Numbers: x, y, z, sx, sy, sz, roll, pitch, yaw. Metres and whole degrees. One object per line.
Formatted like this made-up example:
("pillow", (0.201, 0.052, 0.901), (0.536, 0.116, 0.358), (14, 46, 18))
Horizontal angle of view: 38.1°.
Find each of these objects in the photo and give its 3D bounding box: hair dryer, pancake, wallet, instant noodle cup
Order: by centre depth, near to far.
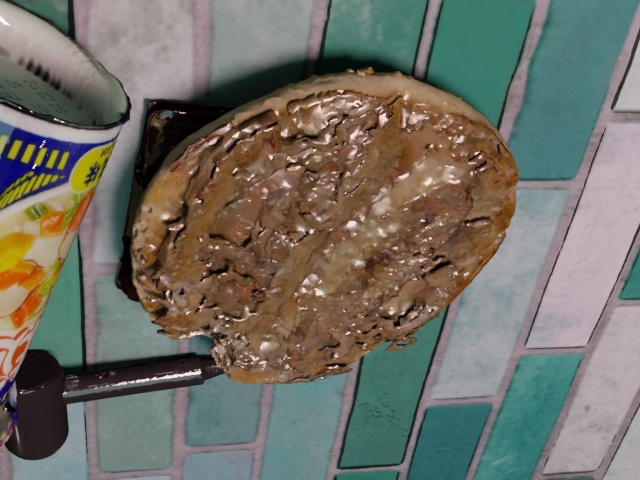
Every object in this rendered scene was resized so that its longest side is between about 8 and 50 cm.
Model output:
("instant noodle cup", (-0.301, -0.020, 0.714), (0.284, 0.284, 0.312), (24, 113, -29))
("wallet", (-0.122, -0.026, 0.883), (0.122, 0.031, 0.232), (3, 129, -18))
("pancake", (0.001, 0.001, 0.886), (0.382, 0.071, 0.382), (-11, 132, -12))
("hair dryer", (-0.222, 0.163, 1.008), (0.248, 0.070, 0.114), (-8, 130, -18))
